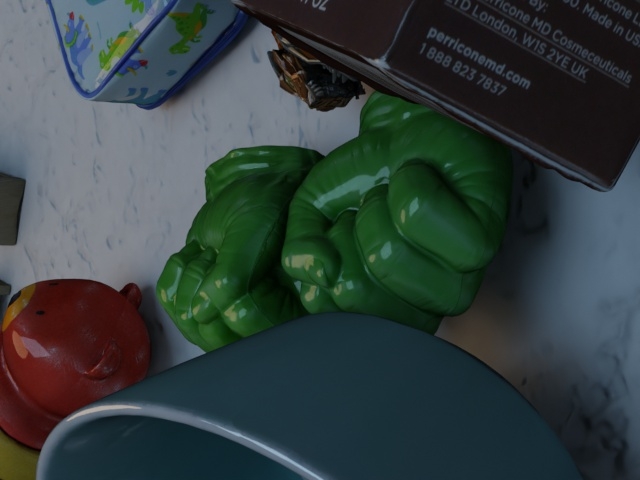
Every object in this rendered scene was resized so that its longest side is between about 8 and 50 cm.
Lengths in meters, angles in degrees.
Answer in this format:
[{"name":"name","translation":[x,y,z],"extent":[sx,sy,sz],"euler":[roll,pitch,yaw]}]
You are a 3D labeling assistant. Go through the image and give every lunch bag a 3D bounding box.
[{"name":"lunch bag","translation":[-0.147,-0.223,0.942],"extent":[0.176,0.090,0.219],"euler":[-39,61,37]}]

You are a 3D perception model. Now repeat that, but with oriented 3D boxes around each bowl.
[{"name":"bowl","translation":[0.020,0.159,0.644],"extent":[0.311,0.163,0.311],"euler":[22,136,24]}]

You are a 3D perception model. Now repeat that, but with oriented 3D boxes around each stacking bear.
[{"name":"stacking bear","translation":[-0.256,0.134,0.999],"extent":[0.289,0.175,0.164],"euler":[-38,106,27]}]

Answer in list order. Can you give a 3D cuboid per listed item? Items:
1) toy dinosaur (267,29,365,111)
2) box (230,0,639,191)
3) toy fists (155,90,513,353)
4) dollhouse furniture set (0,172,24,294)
[{"name":"toy dinosaur","translation":[-0.013,-0.254,0.771],"extent":[0.322,0.164,0.218],"euler":[62,149,1]},{"name":"box","translation":[0.122,-0.235,0.538],"extent":[0.381,0.143,0.191],"euler":[-62,29,6]},{"name":"toy fists","translation":[0.000,0.000,0.744],"extent":[0.279,0.096,0.142],"euler":[-17,57,44]},{"name":"dollhouse furniture set","translation":[-0.380,0.016,1.150],"extent":[0.129,0.129,0.184],"euler":[19,102,46]}]
